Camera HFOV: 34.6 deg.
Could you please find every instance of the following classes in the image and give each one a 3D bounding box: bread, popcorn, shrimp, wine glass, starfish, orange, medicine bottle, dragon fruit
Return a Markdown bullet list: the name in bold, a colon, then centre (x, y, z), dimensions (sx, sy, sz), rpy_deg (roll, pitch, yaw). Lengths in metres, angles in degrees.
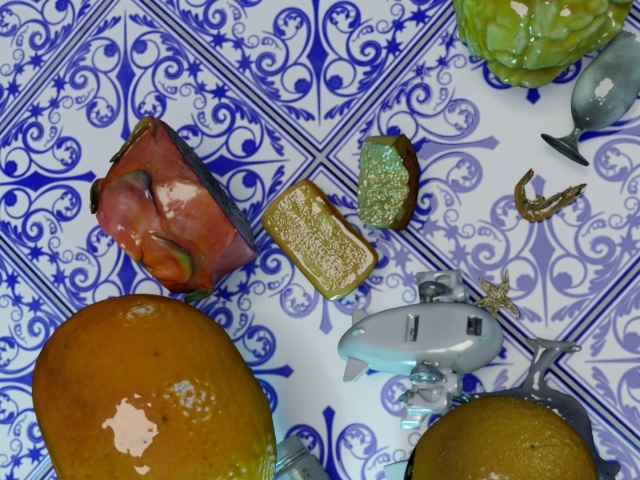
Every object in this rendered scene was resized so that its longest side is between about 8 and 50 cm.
- **bread**: centre (0.114, -0.095, 1.622), dimensions (0.086, 0.125, 0.156), rpy_deg (6, 103, 22)
- **popcorn**: centre (0.324, -0.388, 1.543), dimensions (0.282, 0.247, 0.282), rpy_deg (-2, 71, 7)
- **shrimp**: centre (0.356, -0.081, 1.608), dimensions (0.114, 0.023, 0.083), rpy_deg (-27, 75, 14)
- **wine glass**: centre (0.430, -0.220, 1.570), dimensions (0.093, 0.093, 0.202), rpy_deg (37, 93, 16)
- **starfish**: centre (0.281, 0.089, 1.611), dimensions (0.092, 0.016, 0.086), rpy_deg (40, 96, 21)
- **orange**: centre (0.246, 0.349, 1.410), dimensions (0.274, 0.274, 0.274), rpy_deg (-2, 83, 14)
- **medicine bottle**: centre (-0.030, 0.378, 1.623), dimensions (0.080, 0.080, 0.130), rpy_deg (-37, 77, 8)
- **bread**: centre (0.000, 0.000, 1.663), dimensions (0.116, 0.077, 0.200), rpy_deg (-43, 77, 5)
- **orange**: centre (-0.238, 0.277, 1.530), dimensions (0.326, 0.424, 0.424), rpy_deg (-22, 76, -22)
- **dragon fruit**: centre (-0.238, -0.032, 1.624), dimensions (0.189, 0.290, 0.290), rpy_deg (-39, 76, 2)

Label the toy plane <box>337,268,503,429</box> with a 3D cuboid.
- **toy plane**: centre (0.149, 0.158, 1.563), dimensions (0.267, 0.122, 0.267), rpy_deg (-15, 52, 20)

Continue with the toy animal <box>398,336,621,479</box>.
- **toy animal**: centre (0.319, 0.236, 1.550), dimensions (0.367, 0.081, 0.206), rpy_deg (26, 89, 20)

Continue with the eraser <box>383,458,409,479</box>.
- **eraser**: centre (0.168, 0.445, 1.563), dimensions (0.095, 0.052, 0.225), rpy_deg (-22, 77, 41)
